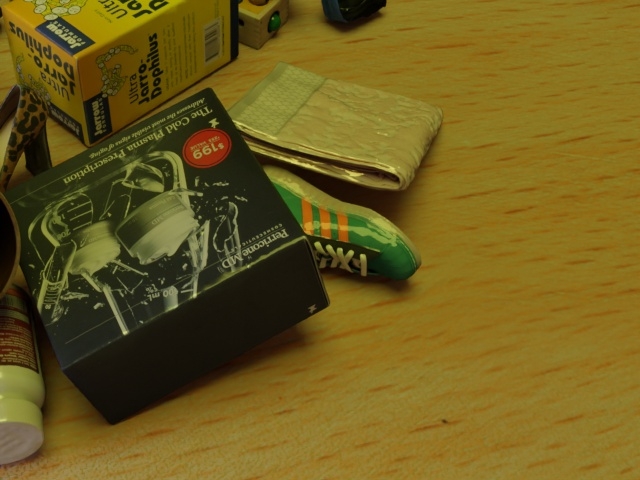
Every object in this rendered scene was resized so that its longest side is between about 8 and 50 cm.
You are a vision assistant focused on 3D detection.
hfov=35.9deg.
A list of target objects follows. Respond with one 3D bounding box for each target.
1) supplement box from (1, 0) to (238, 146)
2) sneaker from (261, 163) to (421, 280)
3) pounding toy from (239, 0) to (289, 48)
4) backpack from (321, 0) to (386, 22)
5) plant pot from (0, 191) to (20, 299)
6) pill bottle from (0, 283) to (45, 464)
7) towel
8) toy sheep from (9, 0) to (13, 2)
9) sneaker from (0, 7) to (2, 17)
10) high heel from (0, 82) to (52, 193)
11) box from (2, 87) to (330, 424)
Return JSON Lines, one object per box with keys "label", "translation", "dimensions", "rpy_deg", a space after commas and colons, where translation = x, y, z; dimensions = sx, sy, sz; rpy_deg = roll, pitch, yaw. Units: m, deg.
{"label": "supplement box", "translation": [-0.330, -0.358, 1.698], "dimensions": [0.194, 0.195, 0.356], "rpy_deg": [35, 55, 24]}
{"label": "sneaker", "translation": [0.000, 0.000, 1.487], "dimensions": [0.302, 0.108, 0.121], "rpy_deg": [26, 62, 19]}
{"label": "pounding toy", "translation": [-0.115, -0.444, 1.854], "dimensions": [0.141, 0.100, 0.130], "rpy_deg": [26, 52, 16]}
{"label": "backpack", "translation": [0.054, -0.471, 1.899], "dimensions": [0.120, 0.098, 0.101], "rpy_deg": [-37, 32, -30]}
{"label": "plant pot", "translation": [-0.498, -0.018, 1.269], "dimensions": [0.215, 0.216, 0.230], "rpy_deg": [-12, 16, -15]}
{"label": "pill bottle", "translation": [-0.423, 0.170, 1.282], "dimensions": [0.121, 0.121, 0.221], "rpy_deg": [-11, 51, -14]}
{"label": "towel", "translation": [0.026, -0.194, 1.611], "dimensions": [0.316, 0.053, 0.332], "rpy_deg": [17, 30, 9]}
{"label": "toy sheep", "translation": [-0.532, -0.463, 1.847], "dimensions": [0.091, 0.091, 0.132], "rpy_deg": [17, 35, 10]}
{"label": "sneaker", "translation": [-0.735, -0.461, 1.821], "dimensions": [0.330, 0.122, 0.146], "rpy_deg": [30, 71, 18]}
{"label": "high heel", "translation": [-0.515, -0.118, 1.479], "dimensions": [0.093, 0.186, 0.261], "rpy_deg": [32, 54, 19]}
{"label": "box", "translation": [-0.214, 0.014, 1.344], "dimensions": [0.343, 0.179, 0.313], "rpy_deg": [-29, 57, -7]}
